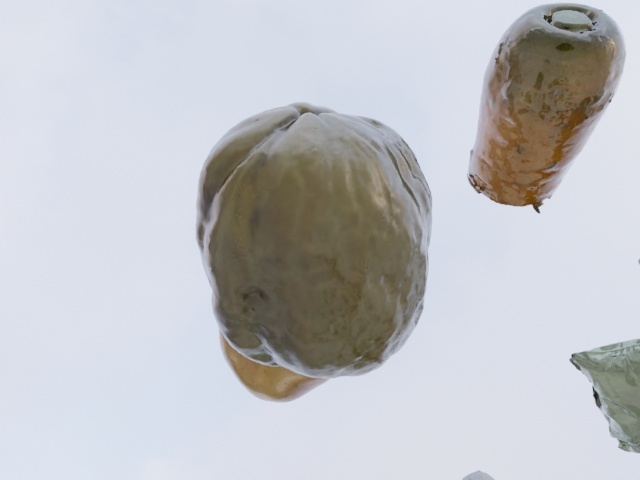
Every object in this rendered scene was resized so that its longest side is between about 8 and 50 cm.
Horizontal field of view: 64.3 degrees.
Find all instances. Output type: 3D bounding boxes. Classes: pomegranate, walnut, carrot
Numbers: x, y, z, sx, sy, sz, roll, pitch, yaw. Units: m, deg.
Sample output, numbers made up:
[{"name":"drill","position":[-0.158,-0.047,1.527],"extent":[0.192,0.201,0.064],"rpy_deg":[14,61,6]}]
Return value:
[{"name":"pomegranate","position":[-0.052,0.141,0.786],"extent":[0.209,0.209,0.208],"rpy_deg":[2,-71,6]},{"name":"walnut","position":[0.000,0.000,0.510],"extent":[0.227,0.283,0.282],"rpy_deg":[32,-64,41]},{"name":"carrot","position":[0.407,-0.246,0.948],"extent":[0.225,0.224,0.340],"rpy_deg":[3,-43,5]}]

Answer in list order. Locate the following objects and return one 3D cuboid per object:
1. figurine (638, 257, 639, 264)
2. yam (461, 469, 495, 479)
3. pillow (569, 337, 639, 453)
[{"name":"figurine","position":[0.651,0.073,0.799],"extent":[0.143,0.308,0.308],"rpy_deg":[9,-65,-39]},{"name":"yam","position":[0.178,0.367,0.594],"extent":[0.083,0.372,0.083],"rpy_deg":[-2,-95,20]},{"name":"pillow","position":[0.693,0.288,1.002],"extent":[0.310,0.138,0.283],"rpy_deg":[-28,-71,32]}]
